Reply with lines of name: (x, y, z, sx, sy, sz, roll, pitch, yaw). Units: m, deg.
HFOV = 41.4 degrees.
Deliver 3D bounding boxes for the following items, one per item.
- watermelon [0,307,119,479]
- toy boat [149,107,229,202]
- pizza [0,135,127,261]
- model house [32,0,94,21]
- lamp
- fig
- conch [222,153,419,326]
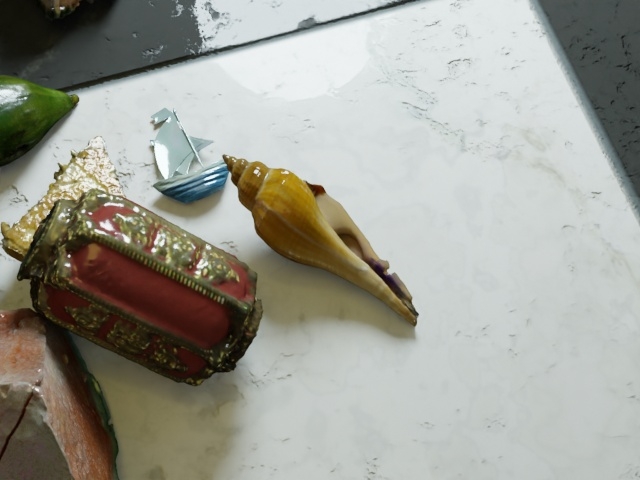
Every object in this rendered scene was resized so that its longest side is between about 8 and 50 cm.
watermelon: (-0.313, 0.219, 0.943, 0.319, 0.222, 0.292, -8, 104, 28)
toy boat: (-0.193, -0.112, 1.142, 0.149, 0.034, 0.105, 42, 70, 9)
pizza: (-0.304, -0.042, 1.096, 0.188, 0.062, 0.199, 13, 64, -15)
model house: (-0.346, -0.436, 1.192, 0.172, 0.166, 0.183, -28, 59, -29)
lamp: (-0.203, 0.053, 0.984, 0.274, 0.177, 0.177, 29, 69, -17)
fig: (-0.399, -0.169, 1.113, 0.177, 0.117, 0.117, -26, 74, -24)
conch: (-0.004, 0.003, 1.095, 0.093, 0.109, 0.330, -41, 100, 21)
